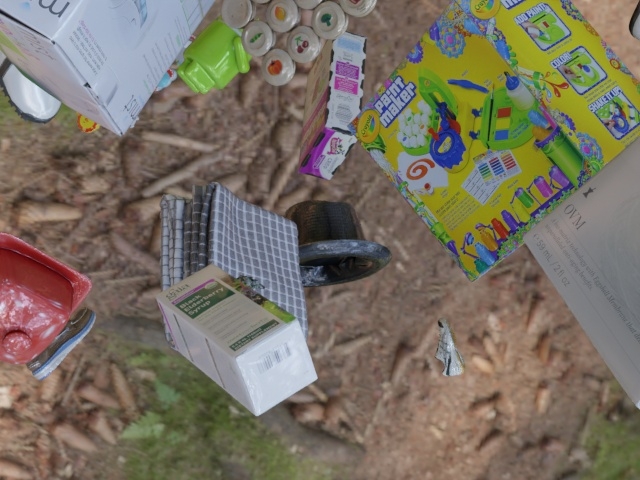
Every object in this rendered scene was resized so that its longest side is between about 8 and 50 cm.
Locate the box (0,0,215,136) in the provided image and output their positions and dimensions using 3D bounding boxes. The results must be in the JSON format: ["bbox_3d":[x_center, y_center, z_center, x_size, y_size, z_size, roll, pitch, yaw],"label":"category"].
[{"bbox_3d":[-0.171,-0.237,0.886,0.127,0.262,0.231,32,83,5],"label":"box"}]

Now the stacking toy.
[{"bbox_3d":[-0.308,-0.264,1.866,0.052,0.221,0.167,55,13,0],"label":"stacking toy"}]

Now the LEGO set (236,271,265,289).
[{"bbox_3d":[-0.109,0.060,1.476,0.054,0.083,0.023,7,72,-34],"label":"LEGO set"}]

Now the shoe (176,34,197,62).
[{"bbox_3d":[-0.231,-0.334,1.645,0.178,0.063,0.081,23,74,-1],"label":"shoe"}]

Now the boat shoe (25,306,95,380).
[{"bbox_3d":[-0.483,0.174,1.979,0.066,0.066,0.183,50,38,-16],"label":"boat shoe"}]

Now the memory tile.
[{"bbox_3d":[-0.024,-0.234,1.057,0.113,0.148,0.012,57,26,10],"label":"memory tile"}]

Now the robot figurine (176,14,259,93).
[{"bbox_3d":[-0.123,-0.234,1.322,0.115,0.101,0.067,-49,117,-12],"label":"robot figurine"}]

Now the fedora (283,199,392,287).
[{"bbox_3d":[0.000,0.000,2.402,0.334,0.334,0.152,11,69,-43],"label":"fedora"}]

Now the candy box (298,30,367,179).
[{"bbox_3d":[0.023,-0.252,1.985,0.071,0.159,0.233,13,59,-15],"label":"candy box"}]

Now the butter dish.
[{"bbox_3d":[-0.388,0.098,1.355,0.160,0.118,0.160,-45,126,14],"label":"butter dish"}]

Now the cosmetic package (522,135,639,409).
[{"bbox_3d":[0.330,0.019,0.903,0.225,0.224,0.138,-42,128,15],"label":"cosmetic package"}]

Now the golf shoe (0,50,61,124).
[{"bbox_3d":[-0.279,-0.218,1.094,0.077,0.094,0.198,-4,99,-43],"label":"golf shoe"}]

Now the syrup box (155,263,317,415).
[{"bbox_3d":[-0.112,0.120,1.357,0.093,0.237,0.096,-30,120,-22],"label":"syrup box"}]

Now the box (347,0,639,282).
[{"bbox_3d":[0.233,-0.149,1.384,0.177,0.290,0.279,-34,83,-36],"label":"box"}]

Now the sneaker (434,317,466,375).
[{"bbox_3d":[0.174,0.151,1.506,0.032,0.037,0.083,16,56,-67],"label":"sneaker"}]

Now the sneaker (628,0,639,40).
[{"bbox_3d":[0.367,-0.229,0.881,0.106,0.163,0.281,-63,170,-11],"label":"sneaker"}]

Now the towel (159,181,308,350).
[{"bbox_3d":[-0.134,0.058,1.741,0.235,0.121,0.283,20,58,-43],"label":"towel"}]
